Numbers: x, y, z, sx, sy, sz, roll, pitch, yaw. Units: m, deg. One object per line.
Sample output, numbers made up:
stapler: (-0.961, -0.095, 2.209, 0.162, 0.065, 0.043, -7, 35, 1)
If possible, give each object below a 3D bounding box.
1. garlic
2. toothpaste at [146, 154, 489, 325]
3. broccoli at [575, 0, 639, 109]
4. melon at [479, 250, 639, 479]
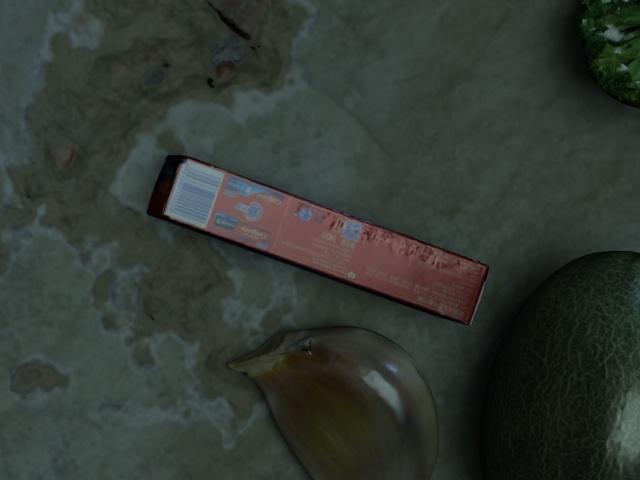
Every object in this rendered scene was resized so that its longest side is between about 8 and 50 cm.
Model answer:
garlic: (0.049, 0.194, 1.798, 0.128, 0.148, 0.266, -28, 97, -49)
toothpaste: (-0.001, 0.000, 1.779, 0.320, 0.076, 0.066, 20, 87, -15)
broccoli: (0.379, -0.253, 1.780, 0.308, 0.275, 0.307, -1, 86, 14)
melon: (0.274, 0.161, 1.779, 0.237, 0.237, 0.301, 14, 86, -16)
